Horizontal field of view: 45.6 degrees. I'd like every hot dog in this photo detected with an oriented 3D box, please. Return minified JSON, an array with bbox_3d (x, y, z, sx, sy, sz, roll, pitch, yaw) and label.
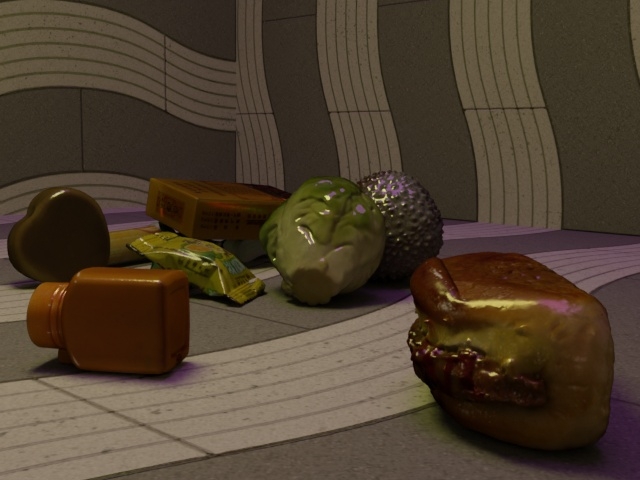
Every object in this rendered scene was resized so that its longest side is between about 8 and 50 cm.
[{"bbox_3d":[0.225,0.126,1.009,0.223,0.185,0.405,3,7,2],"label":"hot dog"}]

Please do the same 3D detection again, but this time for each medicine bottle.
[{"bbox_3d":[-0.582,0.023,2.049,0.108,0.108,0.426,5,9,32],"label":"medicine bottle"},{"bbox_3d":[-0.318,0.117,1.156,0.222,0.150,0.112,2,7,11],"label":"medicine bottle"}]

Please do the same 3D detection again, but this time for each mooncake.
[{"bbox_3d":[-0.612,-0.001,1.816,0.234,0.235,0.117,-5,6,-38],"label":"mooncake"}]

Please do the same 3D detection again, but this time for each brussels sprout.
[{"bbox_3d":[0.010,-0.009,1.693,0.273,0.243,0.317,-30,33,0],"label":"brussels sprout"}]

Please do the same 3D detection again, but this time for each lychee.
[{"bbox_3d":[0.163,-0.035,1.902,0.299,0.300,0.300,1,7,0],"label":"lychee"}]

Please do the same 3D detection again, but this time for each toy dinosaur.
[{"bbox_3d":[-0.424,0.013,1.980,0.300,0.087,0.447,19,21,22],"label":"toy dinosaur"}]

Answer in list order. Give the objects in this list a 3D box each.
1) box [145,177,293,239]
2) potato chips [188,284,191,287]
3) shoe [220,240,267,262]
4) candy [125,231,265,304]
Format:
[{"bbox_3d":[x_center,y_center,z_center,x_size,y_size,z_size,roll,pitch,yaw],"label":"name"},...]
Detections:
[{"bbox_3d":[-0.236,-0.086,2.116,0.415,0.116,0.264,1,14,-42],"label":"box"},{"bbox_3d":[-0.374,0.098,1.667,0.080,0.057,0.407,1,6,28],"label":"potato chips"},{"bbox_3d":[-0.204,0.005,2.275,0.110,0.095,0.265,4,10,29],"label":"shoe"},{"bbox_3d":[-0.268,0.054,1.701,0.297,0.081,0.187,28,18,12],"label":"candy"}]
